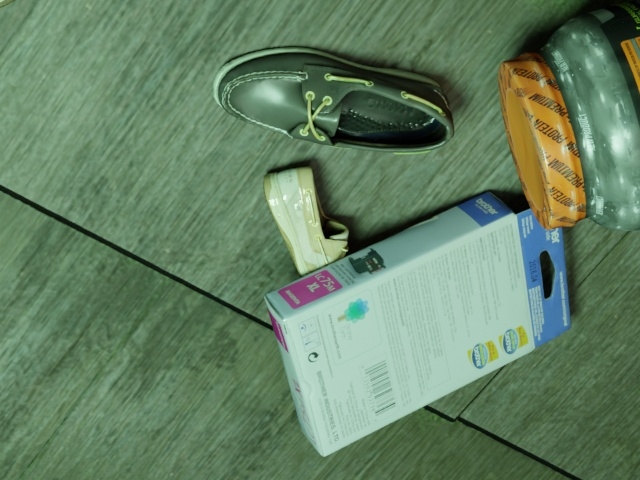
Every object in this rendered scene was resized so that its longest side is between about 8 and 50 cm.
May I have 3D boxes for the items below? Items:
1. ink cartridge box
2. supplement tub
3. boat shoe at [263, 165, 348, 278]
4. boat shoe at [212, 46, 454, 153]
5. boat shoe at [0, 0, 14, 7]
[{"bbox_3d":[0.107,0.074,1.418,0.311,0.065,0.185,-23,126,-14],"label":"ink cartridge box"},{"bbox_3d":[0.348,-0.131,1.281,0.338,0.207,0.207,-15,123,0],"label":"supplement tub"},{"bbox_3d":[0.000,0.000,1.383,0.059,0.063,0.170,-20,123,9],"label":"boat shoe"},{"bbox_3d":[0.015,-0.127,1.303,0.228,0.068,0.081,4,121,-13],"label":"boat shoe"},{"bbox_3d":[-0.346,-0.218,1.185,0.190,0.068,0.072,-15,112,-1],"label":"boat shoe"}]
